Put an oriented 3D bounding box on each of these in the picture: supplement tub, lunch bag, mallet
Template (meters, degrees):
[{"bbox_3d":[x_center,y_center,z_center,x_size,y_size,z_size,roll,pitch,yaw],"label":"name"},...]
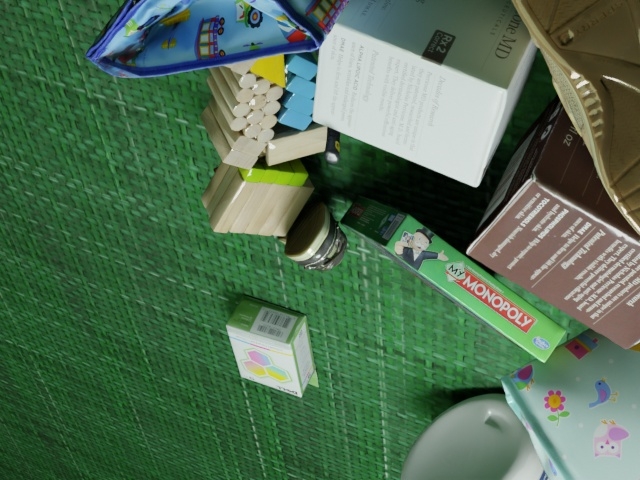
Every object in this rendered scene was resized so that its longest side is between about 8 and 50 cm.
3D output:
[{"bbox_3d":[0.292,0.403,1.822,0.235,0.235,0.325,-8,132,45],"label":"supplement tub"},{"bbox_3d":[0.354,0.217,1.356,0.262,0.223,0.160,59,180,20],"label":"lunch bag"},{"bbox_3d":[-0.087,-0.260,1.195,0.293,0.221,0.138,-15,127,48],"label":"lunch bag"},{"bbox_3d":[0.012,-0.155,1.310,0.039,0.190,0.062,-18,123,20],"label":"mallet"}]

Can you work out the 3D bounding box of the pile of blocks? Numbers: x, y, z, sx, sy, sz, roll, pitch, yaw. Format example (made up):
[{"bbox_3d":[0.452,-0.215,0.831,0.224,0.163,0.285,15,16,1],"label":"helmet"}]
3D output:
[{"bbox_3d":[-0.071,-0.162,1.460,0.362,0.149,0.112,96,153,-47],"label":"pile of blocks"}]

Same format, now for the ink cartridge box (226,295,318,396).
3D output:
[{"bbox_3d":[-0.072,0.181,1.960,0.109,0.062,0.209,16,147,18],"label":"ink cartridge box"}]

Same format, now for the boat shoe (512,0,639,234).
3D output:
[{"bbox_3d":[0.277,-0.139,1.126,0.121,0.110,0.341,-28,105,13],"label":"boat shoe"}]

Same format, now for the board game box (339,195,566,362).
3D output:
[{"bbox_3d":[0.141,0.035,1.448,0.213,0.046,0.317,35,180,-10],"label":"board game box"}]

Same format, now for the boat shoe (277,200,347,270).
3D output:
[{"bbox_3d":[-0.001,0.001,1.567,0.073,0.080,0.223,37,179,-10],"label":"boat shoe"}]

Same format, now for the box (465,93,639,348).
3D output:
[{"bbox_3d":[0.289,-0.032,1.269,0.203,0.168,0.167,30,147,-1],"label":"box"}]

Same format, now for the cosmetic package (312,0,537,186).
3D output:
[{"bbox_3d":[0.108,-0.179,1.222,0.183,0.151,0.151,22,147,10],"label":"cosmetic package"}]
